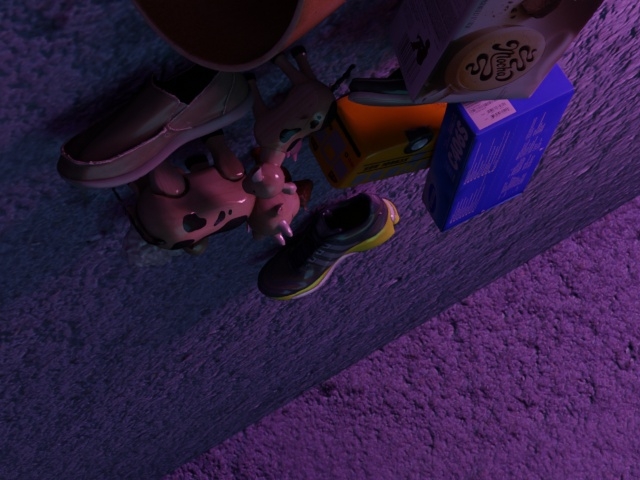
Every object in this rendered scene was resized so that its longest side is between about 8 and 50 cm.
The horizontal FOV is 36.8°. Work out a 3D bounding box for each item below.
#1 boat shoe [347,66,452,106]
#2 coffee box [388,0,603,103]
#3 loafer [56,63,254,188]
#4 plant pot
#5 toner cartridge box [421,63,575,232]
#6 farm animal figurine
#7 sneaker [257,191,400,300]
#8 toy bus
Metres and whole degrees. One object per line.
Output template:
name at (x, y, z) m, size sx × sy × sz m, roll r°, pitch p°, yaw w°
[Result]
boat shoe at (0.135, -0.211, 1.230) m, size 0.233 × 0.079 × 0.084 m, roll -11°, pitch -173°, yaw -26°
coffee box at (0.212, -0.287, 1.071) m, size 0.168 × 0.119 × 0.297 m, roll -5°, pitch 154°, yaw -21°
loafer at (-0.196, -0.148, 1.112) m, size 0.251 × 0.094 × 0.087 m, roll -33°, pitch 140°, yaw -19°
plant pot at (-0.014, -0.294, 0.791) m, size 0.254 × 0.237 × 0.237 m, roll -33°, pitch 168°, yaw -37°
toner cartridge box at (0.258, -0.138, 1.465) m, size 0.165 × 0.075 × 0.348 m, roll -24°, pitch 161°, yaw -11°
farm animal figurine at (-0.107, -0.075, 1.279) m, size 0.326 × 0.172 × 0.330 m, roll -23°, pitch 161°, yaw -18°
sneaker at (0.000, 0.000, 1.796) m, size 0.300 × 0.111 × 0.121 m, roll -37°, pitch 152°, yaw 5°
toy bus at (0.155, -0.178, 1.502) m, size 0.332 × 0.108 × 0.130 m, roll -16°, pitch 158°, yaw -36°
